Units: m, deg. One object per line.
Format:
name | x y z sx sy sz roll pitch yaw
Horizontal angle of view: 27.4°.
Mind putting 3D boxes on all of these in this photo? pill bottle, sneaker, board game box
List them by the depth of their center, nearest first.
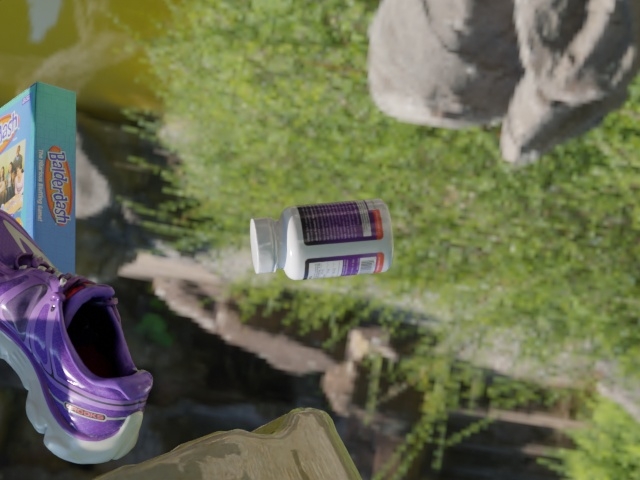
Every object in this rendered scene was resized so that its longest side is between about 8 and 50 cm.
sneaker | -0.136 0.036 0.686 0.068 0.071 0.170 -6 -135 -49
board game box | -0.296 -0.027 1.270 0.047 0.210 0.160 12 156 -39
pill bottle | 0.000 0.000 1.877 0.193 0.108 0.108 -5 171 -9

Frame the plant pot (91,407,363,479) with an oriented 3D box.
plant pot | -0.045 0.291 0.886 0.333 0.306 0.334 -20 169 -4
